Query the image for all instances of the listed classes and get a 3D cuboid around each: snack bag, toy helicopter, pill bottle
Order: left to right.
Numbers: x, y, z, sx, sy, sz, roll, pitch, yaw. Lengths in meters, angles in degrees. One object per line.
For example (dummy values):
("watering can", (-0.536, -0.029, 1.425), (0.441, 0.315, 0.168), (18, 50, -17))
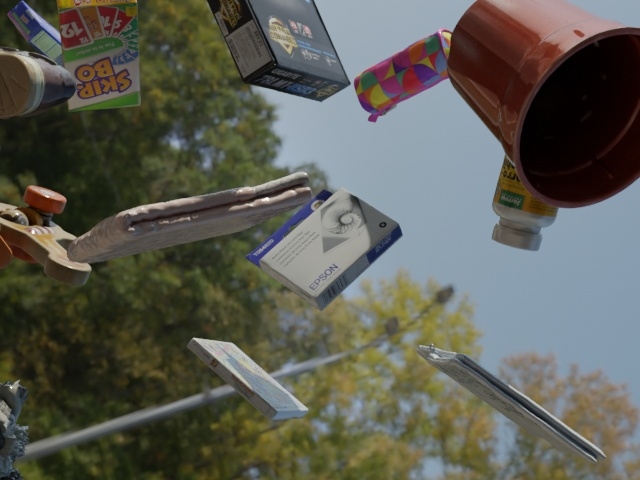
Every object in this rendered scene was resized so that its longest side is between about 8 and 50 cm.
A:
("toy helicopter", (-0.553, -0.004, 2.260), (0.355, 0.235, 0.140), (31, -78, 46))
("snack bag", (0.328, 0.293, 2.196), (0.323, 0.037, 0.342), (35, -7, -8))
("pill bottle", (0.369, -0.092, 2.109), (0.117, 0.117, 0.209), (31, -70, 61))

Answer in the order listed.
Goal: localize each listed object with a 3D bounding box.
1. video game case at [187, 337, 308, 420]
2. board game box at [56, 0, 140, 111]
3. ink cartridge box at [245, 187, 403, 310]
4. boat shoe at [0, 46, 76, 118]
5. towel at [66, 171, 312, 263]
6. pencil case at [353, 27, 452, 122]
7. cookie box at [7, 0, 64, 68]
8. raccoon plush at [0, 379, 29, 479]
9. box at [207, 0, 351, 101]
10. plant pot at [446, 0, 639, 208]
("video game case", (-0.130, 0.256, 2.213), (0.206, 0.026, 0.227), (39, 3, 15))
("board game box", (-0.362, -0.300, 1.975), (0.259, 0.124, 0.039), (100, -21, -55))
("ink cartridge box", (0.000, 0.000, 2.225), (0.224, 0.223, 0.045), (32, -25, 38))
("boat shoe", (-0.419, -0.202, 1.549), (0.285, 0.092, 0.103), (9, -85, 46))
("towel", (-0.212, -0.031, 1.876), (0.332, 0.316, 0.054), (-21, -97, 64))
("pencil case", (0.177, -0.328, 2.371), (0.236, 0.104, 0.105), (-28, -102, 36))
("cookie box", (-0.492, -0.362, 2.121), (0.092, 0.040, 0.107), (50, 4, 35))
("raccoon plush", (-0.562, 0.413, 1.867), (0.446, 0.216, 0.299), (126, -36, -49))
("box", (-0.089, -0.383, 1.959), (0.295, 0.073, 0.293), (0, 66, -65))
("plant pot", (0.328, -0.229, 1.713), (0.265, 0.272, 0.273), (-127, -153, -49))
